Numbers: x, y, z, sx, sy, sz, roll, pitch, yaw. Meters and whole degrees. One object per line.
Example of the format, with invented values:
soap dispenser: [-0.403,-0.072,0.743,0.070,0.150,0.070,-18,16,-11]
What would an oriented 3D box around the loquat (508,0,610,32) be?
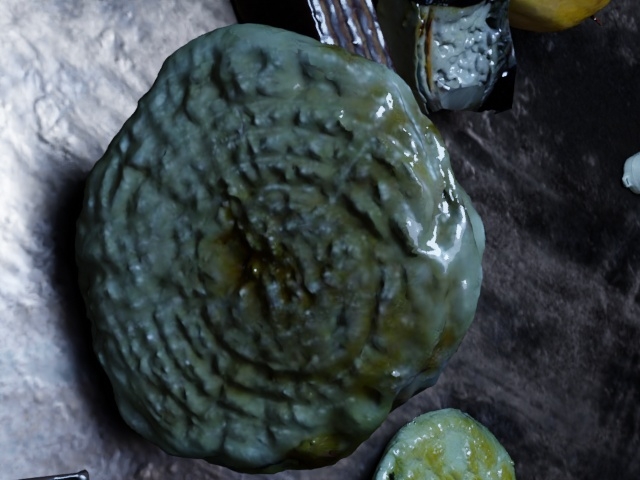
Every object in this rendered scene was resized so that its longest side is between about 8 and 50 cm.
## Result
loquat: [0.213,-0.306,1.063,0.187,0.176,0.234,-45,106,-16]

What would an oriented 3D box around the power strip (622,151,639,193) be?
power strip: [0.414,-0.099,1.255,0.191,0.030,0.048,-27,98,-36]

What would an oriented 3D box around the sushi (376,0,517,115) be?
sushi: [0.102,-0.232,0.944,0.109,0.273,0.134,-21,54,-9]

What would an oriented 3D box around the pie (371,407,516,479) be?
pie: [0.112,0.244,0.962,0.186,0.041,0.187,8,76,-35]

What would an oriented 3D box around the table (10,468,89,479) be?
table: [-0.279,0.220,0.527,0.250,0.282,0.196,-1,82,-36]

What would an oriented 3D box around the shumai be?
shumai: [0.000,0.000,0.810,0.263,0.309,0.304,-13,99,-62]

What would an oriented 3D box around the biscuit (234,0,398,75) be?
biscuit: [-0.003,-0.160,0.911,0.070,0.106,0.252,-22,94,-36]
